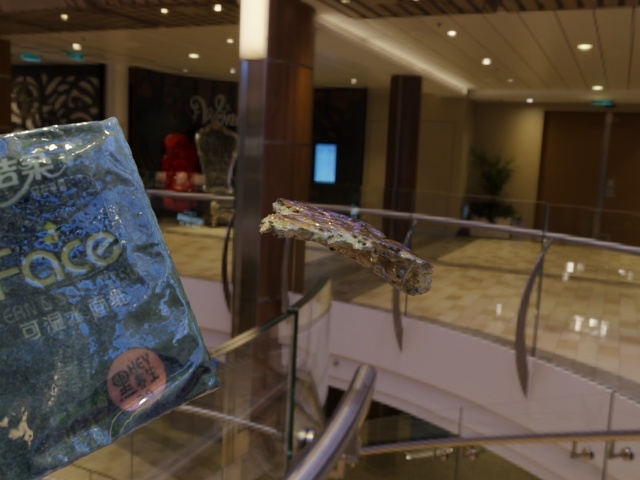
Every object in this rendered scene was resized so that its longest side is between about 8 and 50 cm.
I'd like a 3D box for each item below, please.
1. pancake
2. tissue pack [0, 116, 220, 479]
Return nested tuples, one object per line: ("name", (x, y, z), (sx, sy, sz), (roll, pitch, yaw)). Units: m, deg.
("pancake", (0.000, 0.000, 0.754), (0.266, 0.057, 0.244), (21, 10, 35))
("tissue pack", (-0.263, 0.051, 0.647), (0.228, 0.316, 0.103), (-22, -1, -39))
